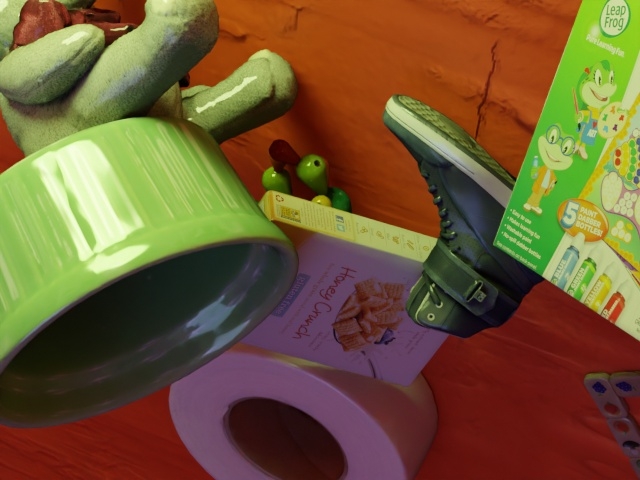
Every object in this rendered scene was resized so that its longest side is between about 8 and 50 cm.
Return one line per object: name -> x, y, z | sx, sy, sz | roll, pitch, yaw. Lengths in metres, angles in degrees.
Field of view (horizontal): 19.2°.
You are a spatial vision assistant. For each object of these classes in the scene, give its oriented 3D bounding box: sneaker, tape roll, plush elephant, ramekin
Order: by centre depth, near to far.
ramekin -> -0.185, 0.024, 1.668 | 0.148, 0.303, 0.303 | 61, 146, 20
sneaker -> 0.107, -0.012, 1.732 | 0.226, 0.086, 0.163 | 41, 105, -11
plush elephant -> -0.225, -0.174, 1.732 | 0.330, 0.272, 0.255 | -36, 69, 16
tape roll -> -0.020, 0.188, 2.068 | 0.286, 0.100, 0.286 | 18, 140, 16

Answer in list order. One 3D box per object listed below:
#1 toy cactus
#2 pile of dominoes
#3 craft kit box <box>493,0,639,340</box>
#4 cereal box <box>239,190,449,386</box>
toy cactus -> 0.000, 0.000, 1.870 | 0.181, 0.112, 0.219 | 18, 132, 1
pile of dominoes -> 0.391, 0.229, 1.892 | 0.196, 0.040, 0.251 | -8, 128, 38
craft kit box -> 0.260, -0.059, 1.463 | 0.061, 0.246, 0.250 | 13, -166, -35
cereal box -> 0.020, 0.050, 1.836 | 0.240, 0.047, 0.173 | 16, 132, -22
